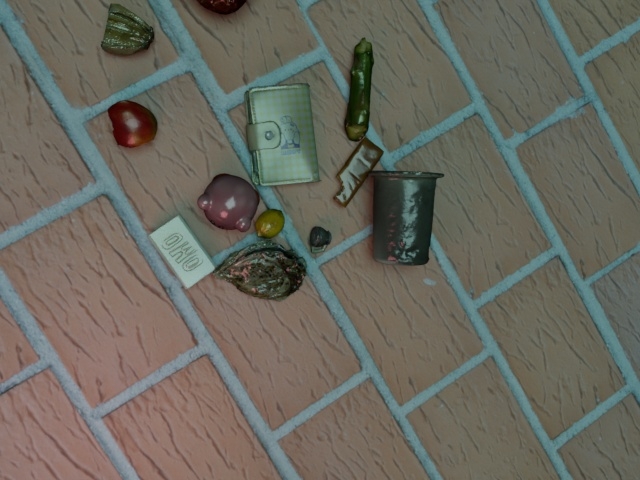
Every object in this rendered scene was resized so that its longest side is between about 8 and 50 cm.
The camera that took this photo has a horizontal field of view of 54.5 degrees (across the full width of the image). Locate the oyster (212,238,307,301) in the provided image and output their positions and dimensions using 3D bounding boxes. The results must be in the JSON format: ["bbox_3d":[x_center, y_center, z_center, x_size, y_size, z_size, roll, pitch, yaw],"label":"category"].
[{"bbox_3d":[-0.178,0.085,1.914,0.267,0.112,0.199,24,105,-19],"label":"oyster"}]

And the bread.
[{"bbox_3d":[0.108,-0.219,2.004,0.088,0.049,0.226,38,82,-9],"label":"bread"}]

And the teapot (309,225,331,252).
[{"bbox_3d":[0.000,0.000,1.974,0.057,0.066,0.088,7,110,-29],"label":"teapot"}]

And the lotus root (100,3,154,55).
[{"bbox_3d":[-0.572,-0.610,1.852,0.144,0.070,0.143,18,79,-7],"label":"lotus root"}]

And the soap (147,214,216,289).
[{"bbox_3d":[-0.415,0.036,1.874,0.119,0.066,0.198,-36,96,-9],"label":"soap"}]

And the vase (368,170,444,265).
[{"bbox_3d":[0.262,-0.072,1.946,0.244,0.245,0.292,1,93,-12],"label":"vase"}]

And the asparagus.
[{"bbox_3d":[0.129,-0.494,2.000,0.082,0.085,0.343,6,90,12],"label":"asparagus"}]

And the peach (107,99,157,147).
[{"bbox_3d":[-0.552,-0.351,1.835,0.151,0.151,0.118,-4,134,-13],"label":"peach"}]

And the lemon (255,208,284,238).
[{"bbox_3d":[-0.158,-0.049,1.924,0.082,0.082,0.111,45,74,-8],"label":"lemon"}]

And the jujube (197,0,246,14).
[{"bbox_3d":[-0.306,-0.796,1.847,0.232,0.213,0.213,45,80,-24],"label":"jujube"}]

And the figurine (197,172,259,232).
[{"bbox_3d":[-0.270,-0.110,1.857,0.173,0.173,0.173,0,89,-12],"label":"figurine"}]

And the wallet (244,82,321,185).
[{"bbox_3d":[-0.119,-0.329,1.948,0.223,0.077,0.310,-6,91,-16],"label":"wallet"}]
